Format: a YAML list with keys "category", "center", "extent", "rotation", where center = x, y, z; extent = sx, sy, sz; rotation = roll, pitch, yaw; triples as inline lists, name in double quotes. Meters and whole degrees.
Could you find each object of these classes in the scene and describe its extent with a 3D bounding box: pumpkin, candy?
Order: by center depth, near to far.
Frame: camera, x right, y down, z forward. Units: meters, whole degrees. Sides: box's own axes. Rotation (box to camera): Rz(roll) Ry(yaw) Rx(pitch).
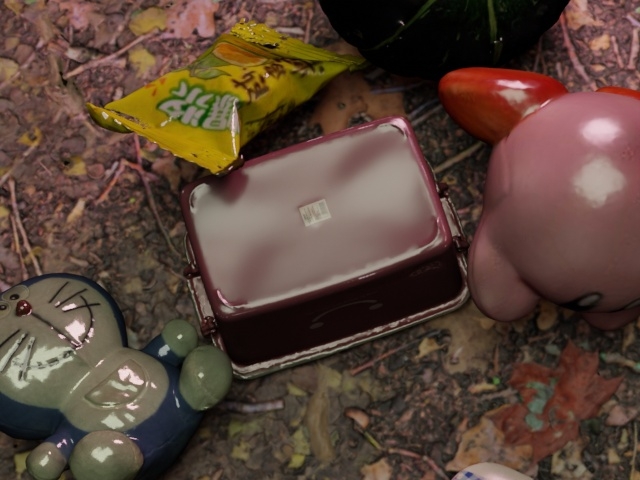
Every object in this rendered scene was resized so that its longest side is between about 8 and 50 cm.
- category: "candy"
  center: [-0.089, -0.153, 1.807]
  extent: [0.187, 0.081, 0.297]
  rotation: [21, 34, 28]
- category: "pumpkin"
  center: [0.115, -0.315, 1.838]
  extent: [0.296, 0.296, 0.296]
  rotation: [-2, 71, 5]

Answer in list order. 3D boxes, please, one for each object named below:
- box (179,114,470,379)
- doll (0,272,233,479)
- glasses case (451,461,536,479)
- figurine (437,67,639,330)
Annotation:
- category: "box"
  center: [0.000, 0.000, 1.769]
  extent: [0.294, 0.167, 0.193]
  rotation: [-19, 69, -1]
- category: "doll"
  center: [-0.240, 0.137, 1.754]
  extent: [0.258, 0.154, 0.228]
  rotation: [39, 62, 14]
- category: "glasses case"
  center: [0.257, 0.326, 1.677]
  extent: [0.327, 0.076, 0.125]
  rotation: [27, 74, 13]
- category: "figurine"
  center: [0.268, -0.054, 1.701]
  extent: [0.269, 0.211, 0.261]
  rotation: [8, 75, -25]
